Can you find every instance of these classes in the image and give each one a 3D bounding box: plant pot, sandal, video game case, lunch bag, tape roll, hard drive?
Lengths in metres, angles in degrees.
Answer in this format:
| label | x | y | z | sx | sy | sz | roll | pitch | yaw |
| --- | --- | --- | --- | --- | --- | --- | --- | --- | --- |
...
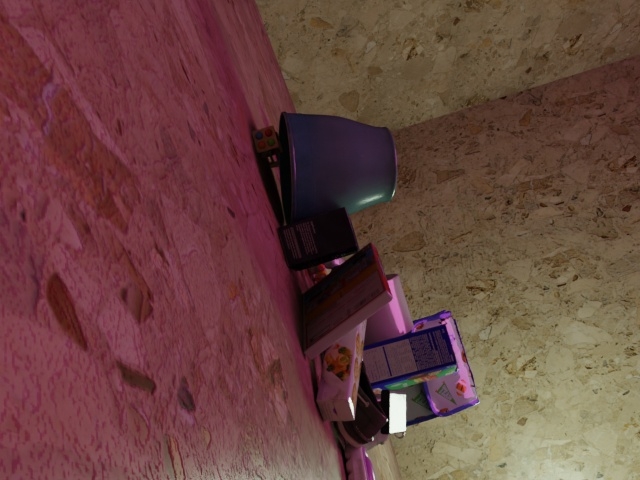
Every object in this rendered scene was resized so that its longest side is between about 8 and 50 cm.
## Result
| label | x | y | z | sx | sy | sz | roll | pitch | yaw |
| --- | --- | --- | --- | --- | --- | --- | --- | --- | --- |
| plant pot | 0.040 | -0.175 | 1.513 | 0.272 | 0.255 | 0.271 | 176 | -90 | -81 |
| sandal | 0.135 | 0.580 | 1.241 | 0.169 | 0.102 | 0.416 | 68 | 4 | -51 |
| video game case | 0.047 | 0.116 | 1.325 | 0.025 | 0.204 | 0.285 | 49 | 11 | -16 |
| lunch bag | 0.293 | 0.430 | 2.081 | 0.239 | 0.386 | 0.327 | 48 | 26 | -82 |
| tape roll | 0.143 | 0.214 | 1.913 | 0.246 | 0.246 | 0.169 | -37 | 110 | -86 |
| hard drive | 0.165 | 0.385 | 1.427 | 0.135 | 0.022 | 0.094 | 32 | 57 | -64 |

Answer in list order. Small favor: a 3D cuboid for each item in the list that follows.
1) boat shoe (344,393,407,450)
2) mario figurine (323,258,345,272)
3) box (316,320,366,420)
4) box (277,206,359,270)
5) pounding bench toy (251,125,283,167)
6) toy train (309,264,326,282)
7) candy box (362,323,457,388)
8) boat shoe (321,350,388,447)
| label | x | y | z | sx | sy | sz | roll | pitch | yaw |
| --- | --- | --- | --- | --- | --- | --- | --- | --- | --- |
| boat shoe | 0.146 | 0.446 | 1.598 | 0.367 | 0.157 | 0.135 | 54 | 19 | -77 |
| mario figurine | 0.037 | 0.150 | 1.621 | 0.170 | 0.198 | 0.320 | 30 | -9 | 5 |
| box | 0.050 | 0.224 | 1.308 | 0.324 | 0.063 | 0.067 | -76 | 156 | -53 |
| box | 0.000 | 0.000 | 1.432 | 0.156 | 0.158 | 0.093 | 50 | 23 | -82 |
| pounding bench toy | -0.118 | -0.211 | 1.450 | 0.065 | 0.052 | 0.083 | 40 | 34 | -83 |
| toy train | -0.014 | 0.068 | 1.815 | 0.166 | 0.046 | 0.125 | 71 | 2 | -75 |
| candy box | 0.214 | 0.351 | 1.790 | 0.268 | 0.317 | 0.122 | 59 | 16 | -70 |
| boat shoe | 0.080 | 0.314 | 1.428 | 0.112 | 0.095 | 0.335 | 42 | 17 | -29 |
